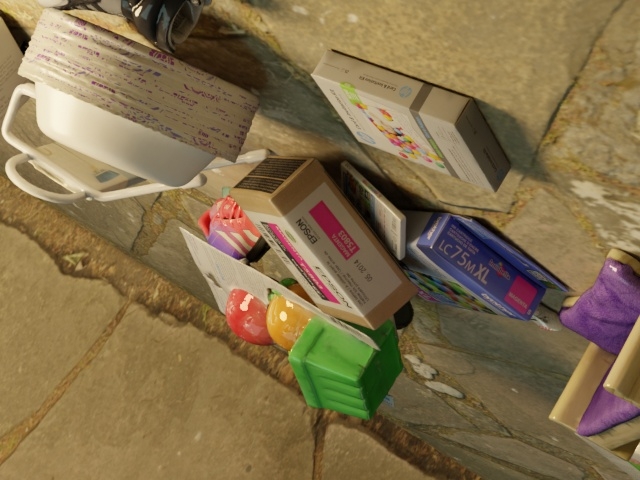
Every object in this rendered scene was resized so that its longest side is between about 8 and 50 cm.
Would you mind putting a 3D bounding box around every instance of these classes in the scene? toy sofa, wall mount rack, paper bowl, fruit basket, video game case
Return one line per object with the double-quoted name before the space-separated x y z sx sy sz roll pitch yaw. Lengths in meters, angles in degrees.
"toy sofa" 0.360 0.147 1.651 0.177 0.150 0.362 29 168 6
"wall mount rack" -0.258 -0.126 1.926 0.304 0.130 0.350 31 -157 13
"paper bowl" -0.227 -0.163 1.680 0.284 0.148 0.284 23 -178 -1
"fruit basket" -0.040 0.119 2.161 0.353 0.165 0.327 34 163 23
"video game case" 0.068 -0.039 1.799 0.122 0.011 0.087 45 157 29

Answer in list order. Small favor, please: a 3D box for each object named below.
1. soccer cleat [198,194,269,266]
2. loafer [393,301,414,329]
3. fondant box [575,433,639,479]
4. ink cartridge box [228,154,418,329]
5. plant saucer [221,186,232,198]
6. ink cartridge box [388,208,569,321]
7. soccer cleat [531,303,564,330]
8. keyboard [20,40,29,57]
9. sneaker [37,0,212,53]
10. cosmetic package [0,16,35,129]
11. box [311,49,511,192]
"soccer cleat" -0.122 -0.029 2.213 0.116 0.108 0.318 43 161 -4
"loafer" 0.067 0.066 2.201 0.267 0.096 0.084 41 159 -32
"fondant box" 0.579 0.354 2.090 0.330 0.096 0.238 36 167 -27
"ink cartridge box" 0.000 0.000 1.866 0.234 0.088 0.193 52 168 -15
"plant saucer" -0.122 -0.050 2.357 0.119 0.021 0.119 30 168 7
"ink cartridge box" 0.172 0.030 1.863 0.186 0.065 0.311 36 166 -24
"soccer cleat" 0.298 0.099 1.907 0.083 0.029 0.035 31 173 23
"keyboard" -0.391 -0.227 2.284 0.202 0.033 0.317 23 165 37
"sneaker" -0.208 -0.263 1.488 0.153 0.101 0.268 37 165 -16
"cosmetic package" -0.560 -0.270 2.149 0.151 0.151 0.183 31 161 25
"box" 0.096 -0.126 1.460 0.186 0.038 0.145 25 167 32
